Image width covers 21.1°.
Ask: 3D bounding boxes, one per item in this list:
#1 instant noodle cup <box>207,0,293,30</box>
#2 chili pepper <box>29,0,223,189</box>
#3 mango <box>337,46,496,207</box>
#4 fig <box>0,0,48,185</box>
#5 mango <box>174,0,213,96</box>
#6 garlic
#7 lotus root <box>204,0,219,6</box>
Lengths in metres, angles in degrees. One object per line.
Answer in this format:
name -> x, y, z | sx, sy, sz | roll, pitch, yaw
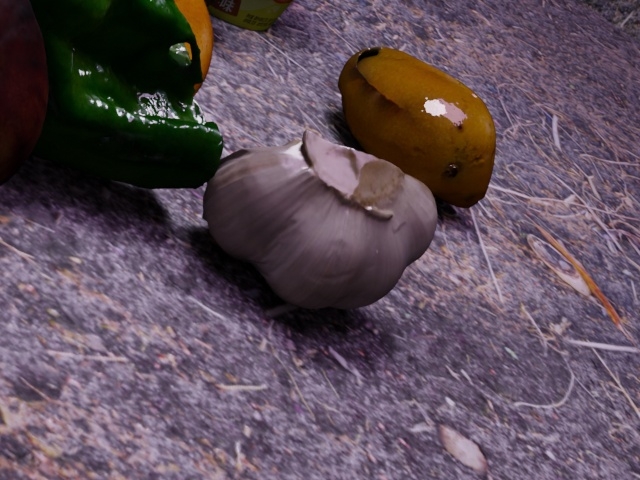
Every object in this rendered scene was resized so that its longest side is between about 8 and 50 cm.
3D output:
instant noodle cup -> -0.097, -0.426, 2.222 | 0.311, 0.221, 0.311 | 31, 23, -15
chili pepper -> -0.231, -0.172, 1.485 | 0.385, 0.213, 0.167 | 25, 19, -33
mango -> 0.110, -0.150, 2.088 | 0.166, 0.136, 0.236 | 12, 27, -42
fig -> -0.318, -0.130, 1.278 | 0.235, 0.235, 0.214 | 29, -15, -19
mango -> -0.190, -0.189, 1.715 | 0.154, 0.126, 0.252 | 54, 28, -11
garlic -> 0.000, 0.000, 1.615 | 0.229, 0.178, 0.142 | 5, 66, -25
lotus root -> -0.174, -0.384, 2.017 | 0.272, 0.272, 0.192 | 36, 33, -3
